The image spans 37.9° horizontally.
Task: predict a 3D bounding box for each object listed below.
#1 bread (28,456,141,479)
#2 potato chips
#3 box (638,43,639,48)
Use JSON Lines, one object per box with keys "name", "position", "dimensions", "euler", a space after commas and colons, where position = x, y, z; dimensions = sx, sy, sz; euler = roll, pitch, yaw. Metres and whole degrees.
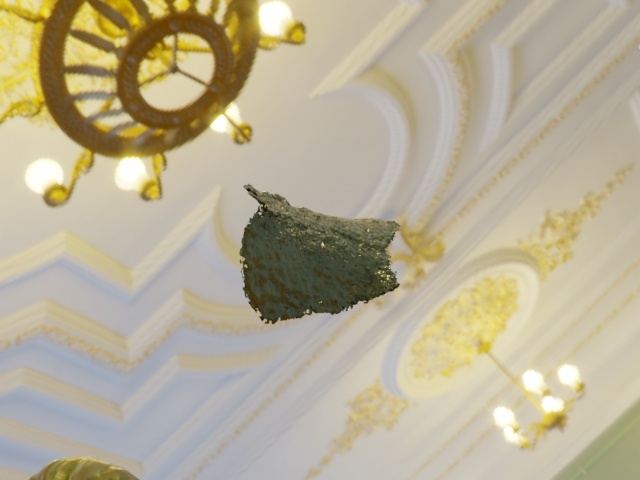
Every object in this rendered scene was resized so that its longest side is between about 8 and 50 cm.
{"name": "bread", "position": [-0.250, 0.334, 1.007], "dimensions": [0.105, 0.213, 0.213], "euler": [-44, -22, -54]}
{"name": "potato chips", "position": [-0.005, 0.006, 0.848], "dimensions": [0.167, 0.228, 0.059], "euler": [31, -65, -10]}
{"name": "box", "position": [0.485, -0.295, 1.219], "dimensions": [0.043, 0.089, 0.125], "euler": [24, -89, -38]}
